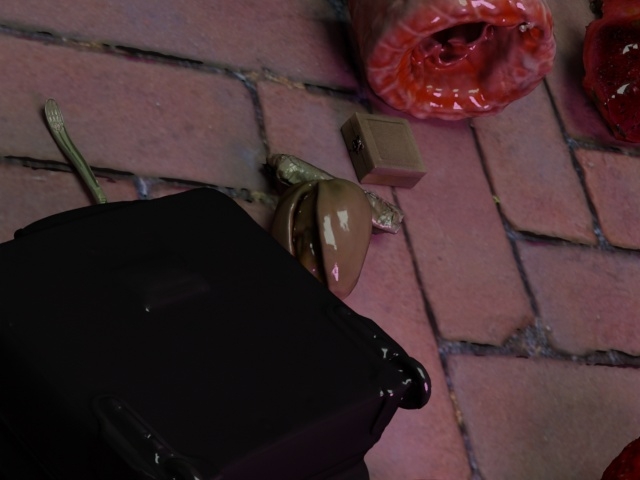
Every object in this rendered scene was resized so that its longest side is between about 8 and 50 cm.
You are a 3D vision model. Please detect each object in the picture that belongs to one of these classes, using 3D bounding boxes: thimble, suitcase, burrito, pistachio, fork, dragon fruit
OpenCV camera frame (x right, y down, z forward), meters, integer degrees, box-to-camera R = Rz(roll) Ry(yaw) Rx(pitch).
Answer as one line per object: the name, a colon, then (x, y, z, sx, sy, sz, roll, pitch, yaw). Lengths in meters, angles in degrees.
thimble: (0.154, -0.258, 1.889, 0.239, 0.239, 0.162, 12, 50, -32)
suitcase: (-0.131, 0.112, 1.360, 0.339, 0.188, 0.345, 44, 38, 22)
burrito: (0.018, -0.050, 1.740, 0.171, 0.042, 0.051, 28, 14, -25)
pistachio: (0.000, 0.000, 1.650, 0.113, 0.113, 0.149, 19, 64, -26)
fork: (-0.216, -0.051, 1.567, 0.034, 0.028, 0.219, -12, 66, -40)
dragon fruit: (0.444, -0.250, 2.181, 0.262, 0.134, 0.211, -25, 54, -11)

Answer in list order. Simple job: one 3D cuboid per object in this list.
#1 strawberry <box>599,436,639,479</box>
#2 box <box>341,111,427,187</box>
strawberry: (0.362, 0.305, 1.591, 0.277, 0.257, 0.257, -4, 59, -23)
box: (0.071, -0.103, 1.834, 0.083, 0.035, 0.079, 5, 55, -35)
